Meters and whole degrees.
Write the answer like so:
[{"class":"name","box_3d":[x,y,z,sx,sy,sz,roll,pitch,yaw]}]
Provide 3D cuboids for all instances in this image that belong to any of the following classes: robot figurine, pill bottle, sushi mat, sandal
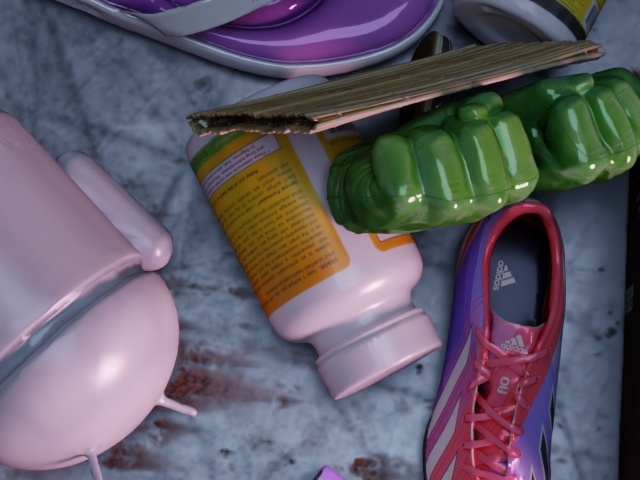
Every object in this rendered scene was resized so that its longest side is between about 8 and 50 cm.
[{"class":"robot figurine","box_3d":[-0.254,0.038,1.413,0.353,0.200,0.300,47,55,6]},{"class":"pill bottle","box_3d":[0.210,-0.264,1.537,0.119,0.119,0.208,28,79,3]},{"class":"sushi mat","box_3d":[0.065,-0.122,1.393,0.317,0.151,0.019,-17,104,-38]},{"class":"pill bottle","box_3d":[0.000,0.000,1.466,0.136,0.136,0.245,-26,82,-7]},{"class":"sandal","box_3d":[-0.095,-0.240,1.525,0.416,0.102,0.169,8,79,-1]}]

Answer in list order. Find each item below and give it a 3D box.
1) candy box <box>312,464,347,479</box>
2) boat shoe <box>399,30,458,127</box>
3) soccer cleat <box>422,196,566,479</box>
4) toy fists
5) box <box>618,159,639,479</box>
[{"class":"candy box","box_3d":[0.008,0.310,1.441,0.165,0.070,0.196,37,79,4]},{"class":"boat shoe","box_3d":[0.098,-0.105,1.538,0.049,0.056,0.152,15,75,-20]},{"class":"soccer cleat","box_3d":[0.148,0.118,1.461,0.109,0.116,0.318,7,79,-2]},{"class":"toy fists","box_3d":[0.143,-0.072,1.387,0.279,0.142,0.096,-15,98,-31]},{"class":"box","box_3d":[0.327,0.070,1.444,0.143,0.191,0.381,3,78,-2]}]
